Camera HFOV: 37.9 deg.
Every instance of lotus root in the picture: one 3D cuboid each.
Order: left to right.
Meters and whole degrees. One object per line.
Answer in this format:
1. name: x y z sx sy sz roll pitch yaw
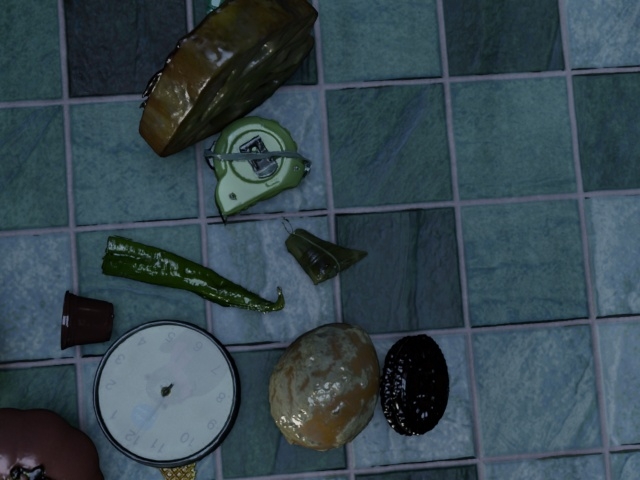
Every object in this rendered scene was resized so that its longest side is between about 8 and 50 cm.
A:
1. lotus root: -0.166 -0.295 1.649 0.375 0.390 0.111 -40 87 3

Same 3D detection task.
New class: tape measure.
1. tape measure: -0.125 -0.148 1.771 0.200 0.106 0.175 -24 90 -7

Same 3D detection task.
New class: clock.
1. clock: -0.287 0.284 1.738 0.280 0.055 0.281 1 80 -4

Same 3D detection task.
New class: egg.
1. egg: 0.012 0.264 1.698 0.203 0.203 0.245 28 73 -1

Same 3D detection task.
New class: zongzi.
1. zongzi: 0.000 0.000 1.805 0.130 0.062 0.154 -30 70 -26

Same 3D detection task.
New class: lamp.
1. lamp: -0.527 0.443 1.613 0.305 0.239 0.305 -3 102 -13

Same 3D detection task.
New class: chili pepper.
1. chili pepper: -0.237 0.071 1.760 0.359 0.076 0.085 15 111 1

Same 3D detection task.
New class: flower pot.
1. flower pot: -0.432 0.150 1.735 0.089 0.111 0.111 5 84 -19

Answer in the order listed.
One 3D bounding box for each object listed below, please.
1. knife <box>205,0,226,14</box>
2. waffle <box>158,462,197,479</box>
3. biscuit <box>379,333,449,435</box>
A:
1. knife: -0.207 -0.420 1.835 0.063 0.034 0.260 11 90 -9
2. waffle: -0.271 0.434 1.753 0.078 0.016 0.085 -10 86 -4
3. biscuit: 0.177 0.269 1.728 0.053 0.194 0.195 -4 83 37
